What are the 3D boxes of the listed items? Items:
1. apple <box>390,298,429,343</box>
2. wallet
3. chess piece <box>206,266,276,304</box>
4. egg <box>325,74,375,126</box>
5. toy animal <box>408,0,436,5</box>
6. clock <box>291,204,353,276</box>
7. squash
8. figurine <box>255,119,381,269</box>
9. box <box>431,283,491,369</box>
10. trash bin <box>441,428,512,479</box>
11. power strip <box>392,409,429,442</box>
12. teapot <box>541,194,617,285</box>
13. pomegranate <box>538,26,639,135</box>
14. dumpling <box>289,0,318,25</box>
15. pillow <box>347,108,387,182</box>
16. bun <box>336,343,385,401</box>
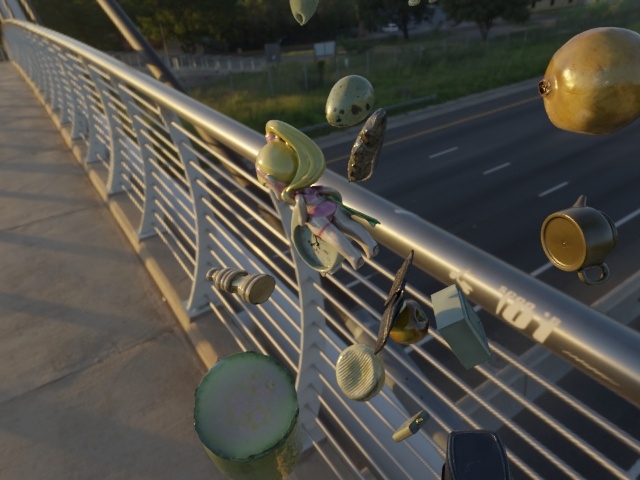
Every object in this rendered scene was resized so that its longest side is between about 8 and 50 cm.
[{"bbox_3d":[0.322,0.297,1.647,0.163,0.146,0.147,-49,11,-32],"label":"apple"},{"bbox_3d":[0.242,0.212,1.504,0.041,0.247,0.323,18,69,3],"label":"wallet"},{"bbox_3d":[-0.346,0.165,1.863,0.307,0.124,0.139,14,67,36],"label":"chess piece"},{"bbox_3d":[0.114,-0.549,1.799,0.228,0.177,0.177,-48,44,-9],"label":"egg"},{"bbox_3d":[0.331,-0.818,1.376,0.233,0.169,0.121,-26,31,-26],"label":"toy animal"},{"bbox_3d":[0.000,0.000,1.799,0.265,0.324,0.108,39,53,21],"label":"clock"},{"bbox_3d":[-0.179,0.487,1.191,0.262,0.385,0.263,0,53,-1],"label":"squash"},{"bbox_3d":[-0.005,-0.052,0.497,0.083,0.083,0.187,-29,72,-35],"label":"figurine"},{"bbox_3d":[0.549,0.331,1.754,0.117,0.225,0.225,-30,21,21],"label":"box"},{"bbox_3d":[0.410,0.643,1.183,0.182,0.291,0.210,-5,40,11],"label":"trash bin"},{"bbox_3d":[0.321,0.654,1.591,0.092,0.268,0.034,-36,69,-25],"label":"power strip"},{"bbox_3d":[0.791,0.000,1.337,0.175,0.268,0.185,-13,-5,-10],"label":"teapot"},{"bbox_3d":[0.587,-0.332,0.953,0.232,0.233,0.233,-3,31,2],"label":"pomegranate"},{"bbox_3d":[-0.057,-0.829,1.483,0.104,0.217,0.149,-11,68,-1],"label":"dumpling"},{"bbox_3d":[0.093,-0.180,0.957,0.051,0.241,0.093,43,74,12],"label":"pillow"},{"bbox_3d":[0.167,0.523,1.798,0.222,0.223,0.127,15,1,28],"label":"bun"}]
